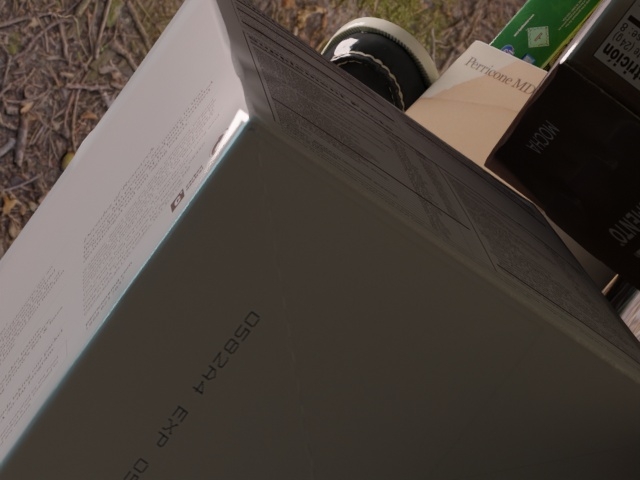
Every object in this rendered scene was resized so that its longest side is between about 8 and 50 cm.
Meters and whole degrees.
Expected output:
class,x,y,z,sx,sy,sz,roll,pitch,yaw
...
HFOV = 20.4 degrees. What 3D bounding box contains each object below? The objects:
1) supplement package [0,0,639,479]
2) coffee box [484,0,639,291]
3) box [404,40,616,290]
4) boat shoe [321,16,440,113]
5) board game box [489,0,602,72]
class,x,y,z,sx,sy,sz,roll,pitch,yaw
supplement package,-0.016,0.048,0.715,0.199,0.198,0.262,-53,16,11
coffee box,0.218,-0.129,0.810,0.297,0.119,0.168,-52,-2,-13
box,0.065,0.031,1.158,0.311,0.148,0.121,-47,-42,-15
boat shoe,-0.004,-0.002,1.283,0.113,0.127,0.340,-43,-17,-44
board game box,0.228,-0.193,1.411,0.317,0.046,0.213,-48,-15,1
